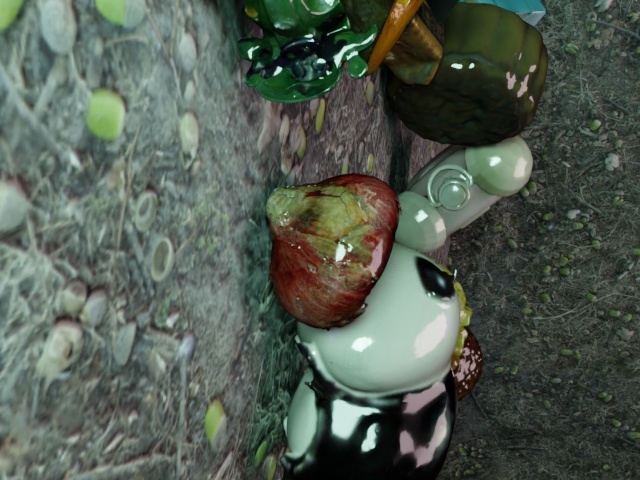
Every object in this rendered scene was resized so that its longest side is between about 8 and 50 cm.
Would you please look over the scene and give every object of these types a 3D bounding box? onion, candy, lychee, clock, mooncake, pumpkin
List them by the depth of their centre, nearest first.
[{"bbox_3d":[0.000,0.000,0.695,0.184,0.147,0.184,-54,-167,18],"label":"onion"},{"bbox_3d":[0.055,-0.306,0.791,0.149,0.130,0.254,-56,179,40],"label":"pumpkin"},{"bbox_3d":[0.114,-0.329,0.959,0.271,0.101,0.143,18,72,-64],"label":"candy"},{"bbox_3d":[0.270,-0.293,1.181,0.290,0.290,0.161,64,40,-64],"label":"mooncake"},{"bbox_3d":[0.316,-0.119,1.438,0.342,0.184,0.326,-44,179,20],"label":"clock"},{"bbox_3d":[0.259,0.285,1.528,0.260,0.260,0.261,9,90,-74],"label":"lychee"}]

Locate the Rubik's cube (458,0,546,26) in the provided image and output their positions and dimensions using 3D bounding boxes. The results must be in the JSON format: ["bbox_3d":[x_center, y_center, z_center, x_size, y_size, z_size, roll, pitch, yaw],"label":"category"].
[{"bbox_3d":[0.330,-0.501,1.349,0.213,0.265,0.224,66,-32,19],"label":"Rubik's cube"}]

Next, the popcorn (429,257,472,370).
[{"bbox_3d":[0.170,0.156,1.175,0.212,0.259,0.259,24,71,-31],"label":"popcorn"}]

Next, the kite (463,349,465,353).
[{"bbox_3d":[0.215,0.158,1.389,0.015,0.285,0.152,-27,-138,53],"label":"kite"}]

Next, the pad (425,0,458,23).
[{"bbox_3d":[0.145,-0.412,0.891,0.193,0.004,0.116,61,-18,5],"label":"pad"}]

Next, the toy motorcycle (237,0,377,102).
[{"bbox_3d":[-0.033,-0.211,0.477,0.274,0.124,0.187,25,65,-72],"label":"toy motorcycle"}]

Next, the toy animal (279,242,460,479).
[{"bbox_3d":[0.070,0.156,0.821,0.251,0.250,0.310,-5,110,-74],"label":"toy animal"}]
